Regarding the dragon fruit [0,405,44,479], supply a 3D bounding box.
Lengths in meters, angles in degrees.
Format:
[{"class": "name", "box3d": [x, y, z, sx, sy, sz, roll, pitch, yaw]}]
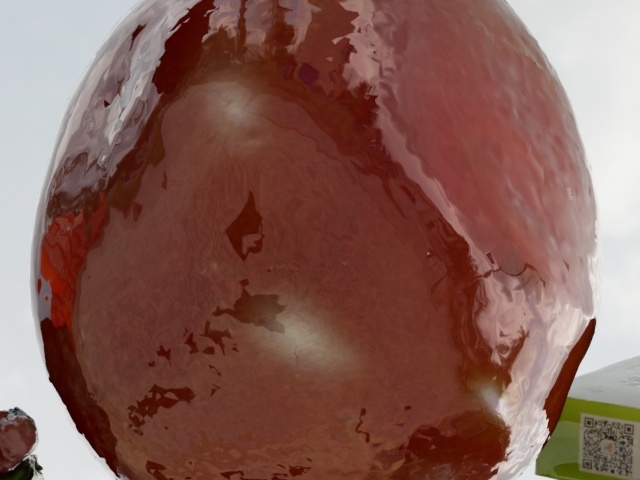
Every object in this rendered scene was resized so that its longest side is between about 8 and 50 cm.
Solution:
[{"class": "dragon fruit", "box3d": [-0.261, 0.167, 0.901, 0.200, 0.198, 0.269, 6, -34, -10]}]

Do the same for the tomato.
[{"class": "tomato", "box3d": [0.000, 0.000, 0.834, 0.289, 0.325, 0.293, 26, -33, -32]}]

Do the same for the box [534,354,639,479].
[{"class": "box", "box3d": [0.280, 0.122, 1.066, 0.175, 0.260, 0.062, 6, -82, 34]}]
